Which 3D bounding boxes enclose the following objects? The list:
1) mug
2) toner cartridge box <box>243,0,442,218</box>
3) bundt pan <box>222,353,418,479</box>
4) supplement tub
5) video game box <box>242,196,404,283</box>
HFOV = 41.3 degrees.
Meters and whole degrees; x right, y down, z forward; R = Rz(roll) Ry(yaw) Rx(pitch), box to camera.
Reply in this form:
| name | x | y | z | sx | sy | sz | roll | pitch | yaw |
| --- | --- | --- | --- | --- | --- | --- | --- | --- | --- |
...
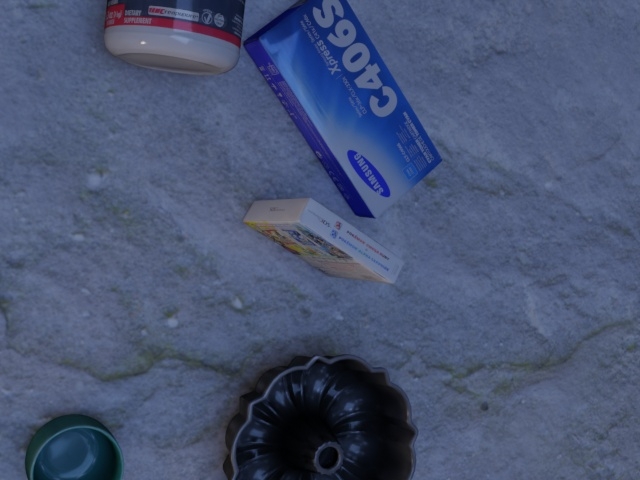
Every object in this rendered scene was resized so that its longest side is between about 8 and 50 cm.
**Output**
| name | x | y | z | sx | sy | sz | roll | pitch | yaw |
| --- | --- | --- | --- | --- | --- | --- | --- | --- | --- |
| mug | -0.353 | 0.329 | 1.222 | 0.129 | 0.097 | 0.158 | -15 | 101 | -25 |
| toner cartridge box | 0.042 | -0.222 | 1.379 | 0.165 | 0.075 | 0.348 | -41 | 110 | -16 |
| bundt pan | -0.013 | 0.333 | 1.373 | 0.330 | 0.124 | 0.331 | -3 | 96 | -26 |
| supplement tub | -0.195 | -0.381 | 1.186 | 0.191 | 0.191 | 0.272 | 5 | 92 | -26 |
| video game box | 0.000 | 0.000 | 1.307 | 0.187 | 0.205 | 0.048 | 31 | 77 | -25 |
